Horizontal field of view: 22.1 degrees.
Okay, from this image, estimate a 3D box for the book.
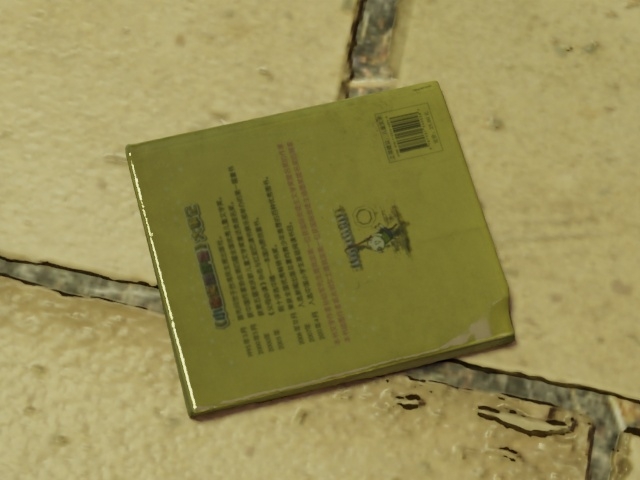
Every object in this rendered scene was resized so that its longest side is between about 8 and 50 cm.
[{"bbox_3d":[0.000,0.000,0.932,0.192,0.013,0.168,-12,70,-10],"label":"book"}]
